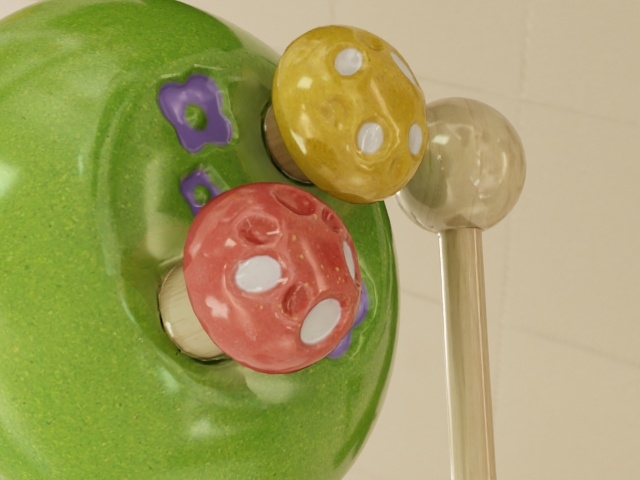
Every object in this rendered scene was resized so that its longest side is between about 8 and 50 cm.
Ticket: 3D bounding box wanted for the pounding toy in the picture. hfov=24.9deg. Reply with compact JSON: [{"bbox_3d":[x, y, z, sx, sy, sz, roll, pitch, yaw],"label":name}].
[{"bbox_3d":[0.000,0.000,0.444,0.110,0.237,0.183,-24,61,46],"label":"pounding toy"}]
